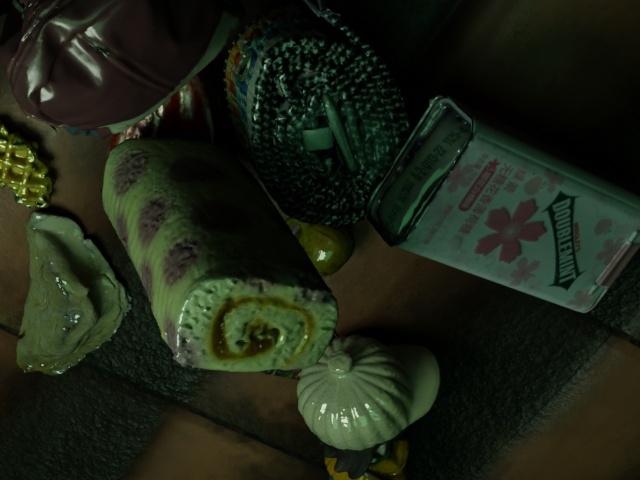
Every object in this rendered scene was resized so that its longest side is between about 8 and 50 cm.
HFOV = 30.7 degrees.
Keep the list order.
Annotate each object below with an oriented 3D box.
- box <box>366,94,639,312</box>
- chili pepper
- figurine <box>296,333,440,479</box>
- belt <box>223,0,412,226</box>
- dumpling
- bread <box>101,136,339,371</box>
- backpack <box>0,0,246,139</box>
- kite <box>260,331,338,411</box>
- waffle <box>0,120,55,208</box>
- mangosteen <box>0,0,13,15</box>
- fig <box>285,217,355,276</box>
[{"bbox_3d":[0.247,-0.039,1.486,0.370,0.112,0.190,21,110,-34],"label":"box"},{"bbox_3d":[-0.193,-0.162,1.506,0.144,0.136,0.252,26,121,21],"label":"chili pepper"},{"bbox_3d":[0.054,0.295,1.775,0.204,0.185,0.332,-17,130,-39],"label":"figurine"},{"bbox_3d":[-0.011,-0.169,1.450,0.207,0.160,0.295,-27,126,0],"label":"belt"},{"bbox_3d":[-0.371,0.108,1.732,0.166,0.086,0.332,12,131,-3],"label":"dumpling"},{"bbox_3d":[-0.127,0.005,1.368,0.187,0.338,0.155,2,120,-28],"label":"bread"},{"bbox_3d":[-0.244,-0.239,1.286,0.197,0.317,0.283,44,98,5],"label":"backpack"},{"bbox_3d":[-0.003,0.206,1.826,0.232,0.009,0.189,14,126,-8],"label":"kite"},{"bbox_3d":[-0.467,-0.094,1.602,0.194,0.051,0.149,-8,125,9],"label":"waffle"},{"bbox_3d":[-0.405,-0.359,1.306,0.243,0.243,0.243,2,127,2],"label":"mangosteen"},{"bbox_3d":[0.000,0.000,1.637,0.098,0.082,0.084,51,151,-12],"label":"fig"}]
